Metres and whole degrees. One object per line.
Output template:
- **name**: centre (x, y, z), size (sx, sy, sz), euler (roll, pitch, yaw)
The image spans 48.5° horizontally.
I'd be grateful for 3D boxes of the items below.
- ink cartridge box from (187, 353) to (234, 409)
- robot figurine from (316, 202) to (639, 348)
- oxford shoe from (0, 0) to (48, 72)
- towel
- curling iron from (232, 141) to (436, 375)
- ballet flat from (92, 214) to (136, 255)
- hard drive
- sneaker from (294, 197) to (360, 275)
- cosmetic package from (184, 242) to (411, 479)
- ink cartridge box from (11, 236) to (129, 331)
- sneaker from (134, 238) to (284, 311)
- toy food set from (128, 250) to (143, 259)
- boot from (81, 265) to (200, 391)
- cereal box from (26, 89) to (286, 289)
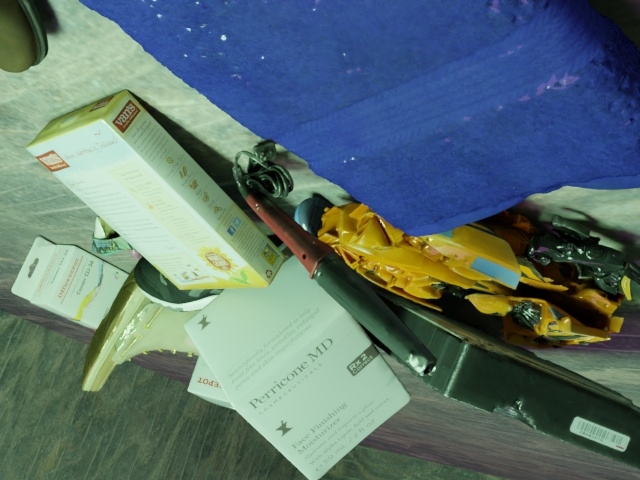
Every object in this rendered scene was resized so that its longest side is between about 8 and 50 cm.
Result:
- **ink cartridge box**: centre (-0.099, 0.161, 1.084), size (0.139, 0.191, 0.082), euler (7, 158, 27)
- **robot figurine**: centre (0.148, 0.028, 0.661), size (0.290, 0.085, 0.211), euler (22, 162, -11)
- **oxford shoe**: centre (-0.269, -0.172, 0.467), size (0.082, 0.096, 0.227), euler (8, 160, 21)
- **towel**: centre (0.039, -0.113, 0.405), size (0.308, 0.076, 0.227), euler (32, 149, -34)
- **curling iron**: centre (-0.001, 0.009, 0.589), size (0.274, 0.035, 0.068), euler (51, 154, 33)
- **ballet flat**: centre (-0.263, -0.020, 0.951), size (0.188, 0.070, 0.070), euler (-6, 150, 45)
- **hard drive**: centre (0.181, 0.137, 0.814), size (0.236, 0.064, 0.339), euler (23, 179, -14)
- **sneaker**: centre (0.000, 0.000, 0.766), size (0.059, 0.053, 0.144), euler (9, 158, 29)
- **cosmetic package**: centre (-0.024, 0.135, 0.796), size (0.151, 0.151, 0.184), euler (44, 172, 50)
- **ink cartridge box**: centre (-0.436, 0.083, 1.280), size (0.067, 0.115, 0.198), euler (2, 156, 40)
- **sneaker**: centre (-0.139, 0.024, 0.927), size (0.283, 0.107, 0.124), euler (5, 139, 28)
- **toy food set**: centre (-0.260, 0.027, 1.118), size (0.122, 0.019, 0.078), euler (0, 154, 42)
- **boot**: centre (-0.294, 0.185, 1.278), size (0.203, 0.262, 0.095), euler (25, -166, -28)
- **cereal box**: centre (-0.169, -0.039, 0.737), size (0.173, 0.047, 0.240), euler (-4, 136, 46)
